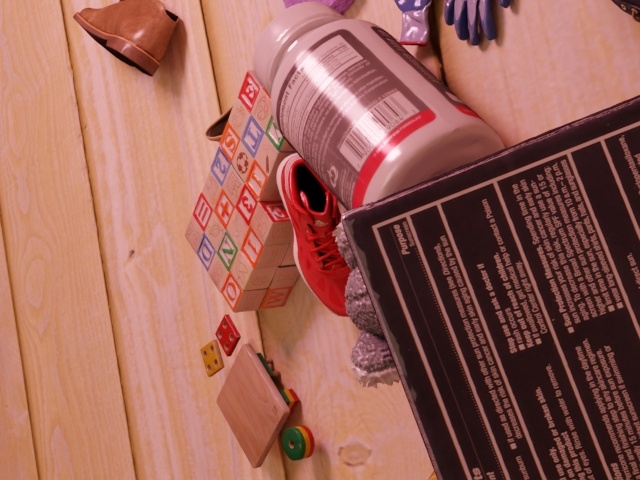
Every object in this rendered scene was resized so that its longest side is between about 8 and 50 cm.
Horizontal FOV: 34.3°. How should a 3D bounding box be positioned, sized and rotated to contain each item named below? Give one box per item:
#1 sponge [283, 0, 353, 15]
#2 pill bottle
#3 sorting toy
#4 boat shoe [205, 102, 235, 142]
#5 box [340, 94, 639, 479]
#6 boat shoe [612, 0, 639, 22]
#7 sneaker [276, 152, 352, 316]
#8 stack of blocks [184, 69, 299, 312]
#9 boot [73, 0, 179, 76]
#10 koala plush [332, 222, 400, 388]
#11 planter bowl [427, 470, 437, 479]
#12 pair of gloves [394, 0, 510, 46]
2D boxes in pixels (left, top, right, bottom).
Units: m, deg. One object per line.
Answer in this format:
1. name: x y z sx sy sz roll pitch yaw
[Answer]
1. sponge: -0.021 -0.377 1.383 0.117 0.031 0.210 -46 57 44
2. pill bottle: 0.052 -0.143 1.188 0.318 0.176 0.176 51 132 37
3. sorting toy: -0.092 0.235 1.531 0.274 0.046 0.132 54 133 34
4. boat shoe: -0.114 -0.181 1.513 0.153 0.048 0.056 -25 74 52
5. box: 0.213 0.062 0.834 0.294 0.183 0.296 -21 86 12
6. boat shoe: 0.313 -0.211 0.935 0.083 0.065 0.183 -37 62 58
7. sneaker: 0.000 0.000 1.280 0.128 0.087 0.221 -104 -11 -85
8. stack of blocks: -0.077 -0.066 1.443 0.171 0.087 0.297 53 133 36
9. boot: -0.327 -0.367 1.767 0.115 0.112 0.305 -57 38 -1
10. koala plush: 0.126 0.045 1.022 0.203 0.221 0.196 168 98 -84
11. planter bowl: 0.172 0.302 1.127 0.217 0.090 0.217 20 113 56
12. pair of gloves: 0.141 -0.300 1.182 0.198 0.023 0.159 8 98 52
